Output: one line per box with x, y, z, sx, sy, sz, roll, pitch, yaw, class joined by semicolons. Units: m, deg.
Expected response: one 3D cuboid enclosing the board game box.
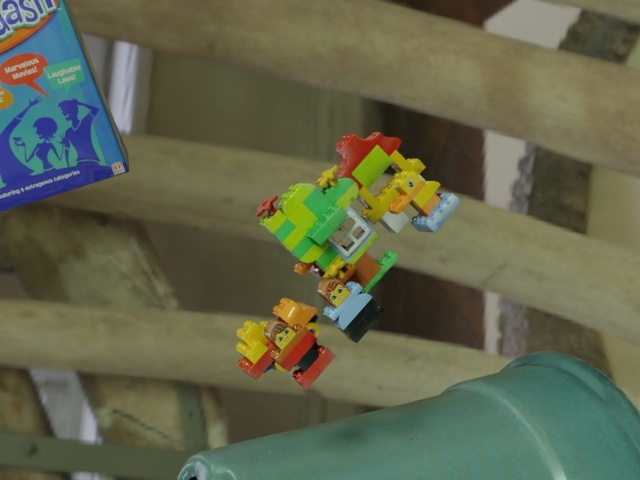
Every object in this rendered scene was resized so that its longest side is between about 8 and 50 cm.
-0.270;-0.131;0.968;0.047;0.160;0.210;-111;3;-60;board game box

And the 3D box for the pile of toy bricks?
0.000;0.000;0.847;0.212;0.105;0.118;-49;17;-10;pile of toy bricks

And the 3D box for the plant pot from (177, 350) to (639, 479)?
0.067;0.279;0.953;0.341;0.334;0.341;175;90;-68;plant pot
